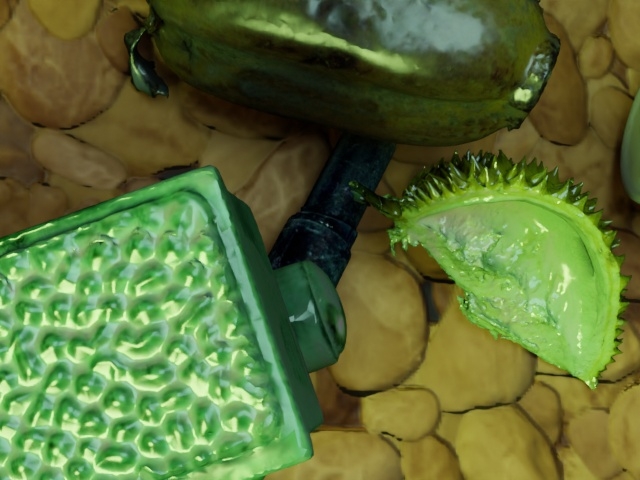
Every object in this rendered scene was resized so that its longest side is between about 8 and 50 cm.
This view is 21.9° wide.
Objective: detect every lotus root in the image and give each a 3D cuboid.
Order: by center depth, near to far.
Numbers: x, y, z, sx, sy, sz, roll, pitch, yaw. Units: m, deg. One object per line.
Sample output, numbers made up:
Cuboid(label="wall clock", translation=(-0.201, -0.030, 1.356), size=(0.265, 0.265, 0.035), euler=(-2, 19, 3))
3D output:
Cuboid(label="lotus root", translation=(0.013, -0.126, 0.925), size=(0.241, 0.124, 0.123), euler=(14, 64, 4))

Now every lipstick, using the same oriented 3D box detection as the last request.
Cuboid(label="lipstick", translation=(0.000, 0.000, 0.951), size=(0.053, 0.053, 0.234), euler=(33, 62, -10))

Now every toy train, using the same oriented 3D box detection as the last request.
Cuboid(label="toy train", translation=(-0.120, 0.070, 0.779), size=(0.266, 0.202, 0.145), euler=(-20, 85, 4))

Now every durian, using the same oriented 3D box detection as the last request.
Cuboid(label="durian", translation=(0.112, 0.000, 0.967), size=(0.215, 0.086, 0.100), euler=(39, 81, -23))

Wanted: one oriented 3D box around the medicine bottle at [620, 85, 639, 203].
Cuboid(label="medicine bottle", translation=(0.328, -0.039, 1.031), size=(0.258, 0.143, 0.143), euler=(20, 69, -16))
